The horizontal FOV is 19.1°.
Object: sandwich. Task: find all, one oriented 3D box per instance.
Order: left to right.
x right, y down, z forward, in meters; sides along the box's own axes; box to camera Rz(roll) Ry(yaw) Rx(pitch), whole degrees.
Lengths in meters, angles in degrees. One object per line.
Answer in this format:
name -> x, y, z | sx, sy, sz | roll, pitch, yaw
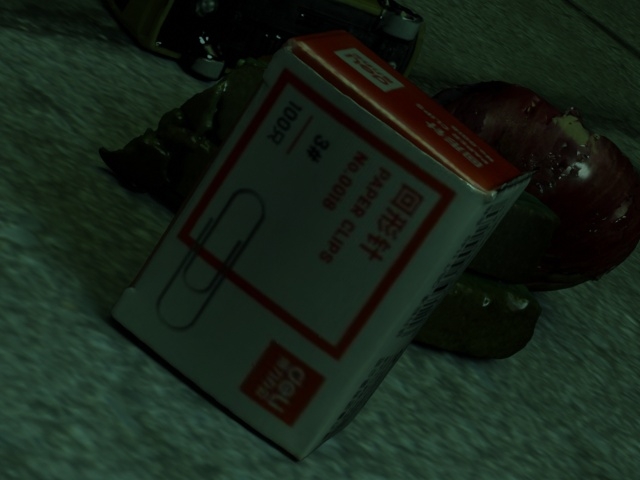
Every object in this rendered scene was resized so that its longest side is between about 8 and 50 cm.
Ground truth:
sandwich -> 0.026, -0.037, 1.214 | 0.292, 0.109, 0.212 | 32, 19, -1

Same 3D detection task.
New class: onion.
onion -> 0.135, -0.026, 1.348 | 0.184, 0.147, 0.184 | 31, -27, 17

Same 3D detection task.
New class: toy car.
toy car -> -0.040, -0.177, 1.476 | 0.256, 0.101, 0.124 | 13, 23, -44

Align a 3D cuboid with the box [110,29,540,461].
box -> 0.000, 0.000, 0.961 | 0.133, 0.182, 0.099 | 39, 19, 8
